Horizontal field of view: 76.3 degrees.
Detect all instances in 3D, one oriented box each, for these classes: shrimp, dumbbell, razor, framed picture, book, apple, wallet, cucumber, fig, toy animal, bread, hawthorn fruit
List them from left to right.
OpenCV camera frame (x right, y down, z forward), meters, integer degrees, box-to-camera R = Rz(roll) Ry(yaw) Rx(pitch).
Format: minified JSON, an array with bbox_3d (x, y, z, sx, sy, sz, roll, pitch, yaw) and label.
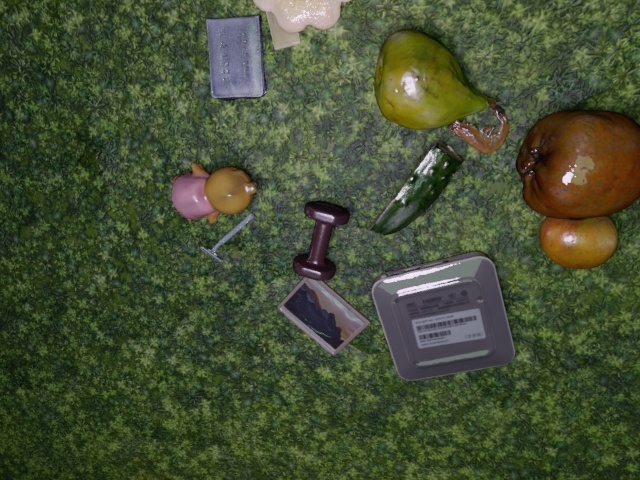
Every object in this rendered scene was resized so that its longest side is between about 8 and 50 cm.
[{"bbox_3d":[-0.316,-0.145,1.225,0.281,0.169,0.195,-8,108,13],"label":"toy animal"},{"bbox_3d":[-0.293,-0.020,1.335,0.211,0.036,0.084,-41,120,13],"label":"razor"},{"bbox_3d":[-0.241,-0.518,1.167,0.167,0.036,0.222,2,107,10],"label":"wallet"},{"bbox_3d":[-0.104,-0.595,1.129,0.077,0.014,0.111,-10,105,13],"label":"book"},{"bbox_3d":[-0.047,-0.699,1.046,0.316,0.054,0.316,2,107,5],"label":"bread"},{"bbox_3d":[0.000,0.000,1.235,0.140,0.124,0.225,16,109,5],"label":"dumbbell"},{"bbox_3d":[0.008,0.249,1.367,0.265,0.018,0.192,40,110,-4],"label":"framed picture"},{"bbox_3d":[0.264,-0.121,1.150,0.105,0.145,0.325,40,114,4],"label":"cucumber"},{"bbox_3d":[0.281,-0.381,1.010,0.314,0.233,0.233,21,110,13],"label":"fig"},{"bbox_3d":[0.432,-0.319,1.106,0.178,0.034,0.124,33,107,-3],"label":"shrimp"},{"bbox_3d":[0.683,-0.002,1.085,0.182,0.182,0.155,-6,120,12],"label":"apple"},{"bbox_3d":[0.650,-0.178,0.989,0.301,0.268,0.267,2,107,5],"label":"hawthorn fruit"}]

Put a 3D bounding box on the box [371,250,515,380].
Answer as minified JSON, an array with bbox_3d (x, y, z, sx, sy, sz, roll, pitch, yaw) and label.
[{"bbox_3d":[0.375,0.241,1.259,0.367,0.090,0.373,-16,104,14],"label":"box"}]
